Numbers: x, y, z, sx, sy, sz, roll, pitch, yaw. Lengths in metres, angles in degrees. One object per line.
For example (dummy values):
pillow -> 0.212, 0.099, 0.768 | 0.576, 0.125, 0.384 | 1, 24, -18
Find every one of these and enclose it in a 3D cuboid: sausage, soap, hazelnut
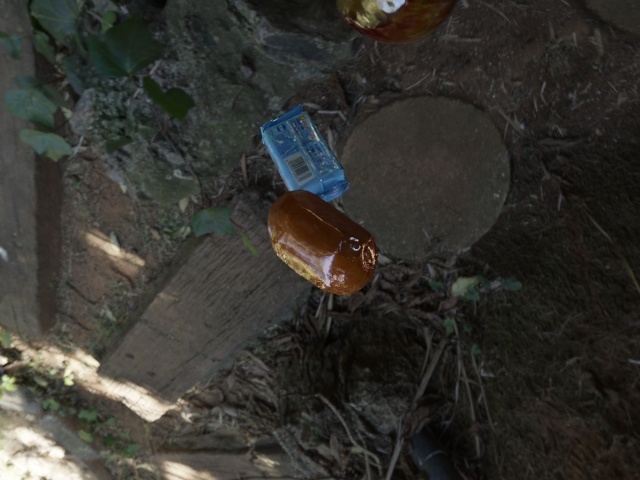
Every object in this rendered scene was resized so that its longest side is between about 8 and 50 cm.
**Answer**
sausage -> -0.001, 0.001, 0.967 | 0.268, 0.153, 0.141 | 36, 116, 19
soap -> -0.047, -0.223, 1.230 | 0.156, 0.077, 0.294 | -25, 67, -4
hazelnut -> 0.128, -0.401, 0.654 | 0.217, 0.218, 0.234 | 24, 143, 7
